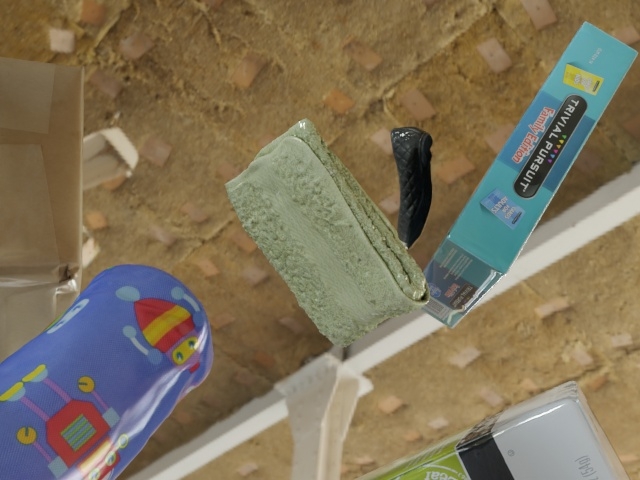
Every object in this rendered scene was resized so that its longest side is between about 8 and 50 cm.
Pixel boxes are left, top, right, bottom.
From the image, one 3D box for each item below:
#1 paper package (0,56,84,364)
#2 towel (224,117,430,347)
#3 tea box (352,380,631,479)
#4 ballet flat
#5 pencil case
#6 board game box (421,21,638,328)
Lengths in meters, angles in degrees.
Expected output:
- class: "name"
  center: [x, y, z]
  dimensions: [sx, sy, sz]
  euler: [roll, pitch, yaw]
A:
- class: "paper package"
  center: [-0.368, -0.004, 0.914]
  dimensions: [0.168, 0.324, 0.309]
  euler: [3, -39, -20]
- class: "towel"
  center: [0.000, 0.000, 0.542]
  dimensions: [0.148, 0.027, 0.110]
  euler: [54, -43, 0]
- class: "tea box"
  center: [0.181, 0.355, 0.772]
  dimensions: [0.324, 0.328, 0.220]
  euler: [-30, -14, 14]
- class: "ballet flat"
  center: [0.113, -0.066, 1.007]
  dimensions: [0.049, 0.057, 0.173]
  euler: [17, -54, 27]
- class: "pencil case"
  center: [-0.195, 0.134, 0.522]
  dimensions: [0.133, 0.306, 0.119]
  euler: [-12, -67, 36]
- class: "board game box"
  center: [0.246, -0.071, 1.003]
  dimensions: [0.079, 0.336, 0.253]
  euler: [33, -18, 7]
